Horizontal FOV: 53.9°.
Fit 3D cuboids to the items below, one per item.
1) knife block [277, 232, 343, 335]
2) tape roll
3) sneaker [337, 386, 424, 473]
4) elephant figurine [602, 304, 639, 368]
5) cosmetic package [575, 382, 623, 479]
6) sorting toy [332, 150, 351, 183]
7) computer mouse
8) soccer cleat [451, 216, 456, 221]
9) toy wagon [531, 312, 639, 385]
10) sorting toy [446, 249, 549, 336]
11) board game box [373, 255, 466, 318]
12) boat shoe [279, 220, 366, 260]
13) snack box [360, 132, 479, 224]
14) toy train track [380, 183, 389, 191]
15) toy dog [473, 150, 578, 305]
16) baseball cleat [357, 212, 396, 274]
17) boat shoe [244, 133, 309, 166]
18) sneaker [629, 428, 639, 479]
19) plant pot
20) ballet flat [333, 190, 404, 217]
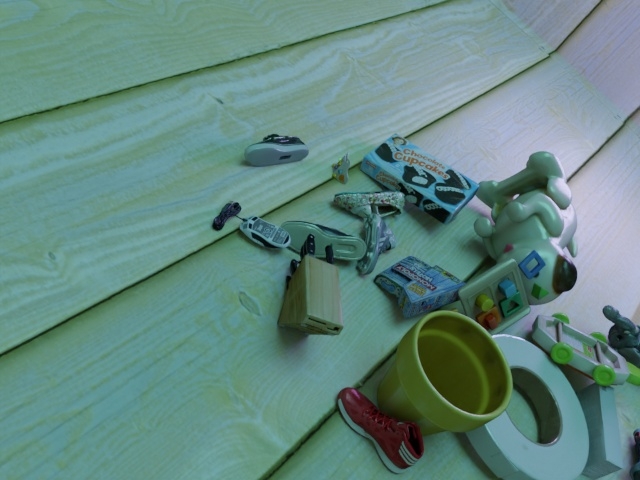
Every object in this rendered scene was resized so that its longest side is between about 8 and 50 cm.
[{"bbox_3d":[-0.009,0.092,1.446,0.088,0.276,0.242,20,76,-16],"label":"knife block"},{"bbox_3d":[0.502,0.421,1.569,0.392,0.072,0.392,20,49,-24],"label":"tape roll"},{"bbox_3d":[0.142,0.389,1.366,0.221,0.128,0.087,45,45,8],"label":"sneaker"},{"bbox_3d":[0.953,0.311,1.925,0.239,0.186,0.169,18,5,16],"label":"elephant figurine"},{"bbox_3d":[0.732,0.498,1.665,0.060,0.099,0.239,30,45,-11],"label":"cosmetic package"},{"bbox_3d":[0.070,-0.225,1.861,0.045,0.075,0.083,16,48,-20],"label":"sorting toy"},{"bbox_3d":[-0.167,-0.025,1.579,0.193,0.042,0.106,28,40,-1],"label":"computer mouse"},{"bbox_3d":[0.431,-0.136,2.012,0.068,0.076,0.196,29,45,-8],"label":"soccer cleat"},{"bbox_3d":[0.759,0.321,1.758,0.344,0.068,0.267,29,20,11],"label":"toy wagon"},{"bbox_3d":[0.471,0.169,1.678,0.348,0.196,0.047,-31,30,-6],"label":"sorting toy"},{"bbox_3d":[0.248,0.120,1.656,0.194,0.060,0.194,34,39,28],"label":"board game box"},{"bbox_3d":[0.000,0.000,1.651,0.233,0.084,0.079,14,11,-13],"label":"boat shoe"},{"bbox_3d":[0.305,-0.195,1.935,0.322,0.060,0.187,35,48,17],"label":"snack box"},{"bbox_3d":[0.203,-0.149,1.928,0.048,0.014,0.083,-8,54,-28],"label":"toy train track"},{"bbox_3d":[0.632,0.010,1.908,0.395,0.285,0.408,47,42,-28],"label":"toy dog"},{"bbox_3d":[0.161,0.018,1.724,0.109,0.072,0.206,31,51,-25],"label":"baseball cleat"},{"bbox_3d":[-0.132,-0.258,1.770,0.219,0.078,0.070,-9,60,-46],"label":"boat shoe"},{"bbox_3d":[0.894,0.580,1.717,0.262,0.104,0.125,-7,42,-40],"label":"sneaker"},{"bbox_3d":[0.253,0.322,1.410,0.254,0.239,0.254,17,47,-20],"label":"plant pot"},{"bbox_3d":[0.150,-0.102,1.811,0.241,0.091,0.077,-4,80,-30],"label":"ballet flat"}]
